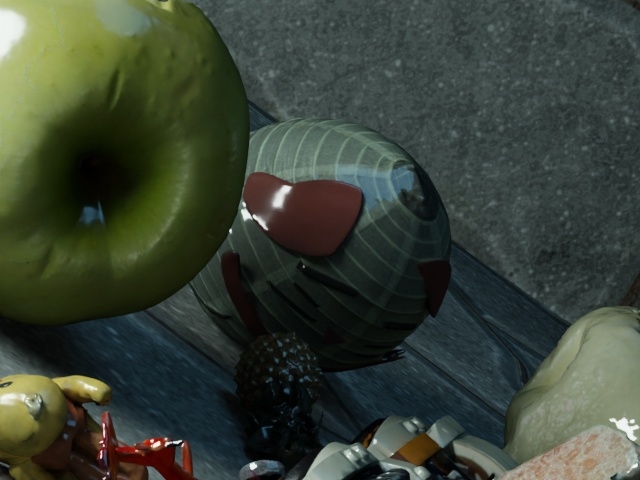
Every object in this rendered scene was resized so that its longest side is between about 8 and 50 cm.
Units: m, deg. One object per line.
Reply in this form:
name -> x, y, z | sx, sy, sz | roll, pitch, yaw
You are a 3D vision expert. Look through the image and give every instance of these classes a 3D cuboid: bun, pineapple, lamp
bun -> 0.310, 0.239, 1.837 | 0.359, 0.211, 0.359 | 46, 11, -12
pineapple -> -0.027, 0.130, 1.519 | 0.074, 0.074, 0.159 | 34, 18, -21
lamp -> 0.000, 0.000, 1.741 | 0.265, 0.233, 0.233 | 20, 19, -43

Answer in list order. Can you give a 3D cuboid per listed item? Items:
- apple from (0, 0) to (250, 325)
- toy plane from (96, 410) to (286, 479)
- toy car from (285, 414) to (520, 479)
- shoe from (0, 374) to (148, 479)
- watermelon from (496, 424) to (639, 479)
apple -> -0.182, -0.071, 1.351 | 0.279, 0.279, 0.279 | 37, 9, -7
toy plane -> -0.060, 0.144, 1.119 | 0.126, 0.077, 0.194 | -92, 159, -55
toy car -> 0.074, 0.207, 1.363 | 0.193, 0.118, 0.301 | 42, 11, 13
shoe -> -0.145, 0.108, 1.117 | 0.069, 0.072, 0.109 | 4, -45, 47
watermelon -> 0.114, 0.200, 1.150 | 0.154, 0.241, 0.094 | 36, 19, -18
